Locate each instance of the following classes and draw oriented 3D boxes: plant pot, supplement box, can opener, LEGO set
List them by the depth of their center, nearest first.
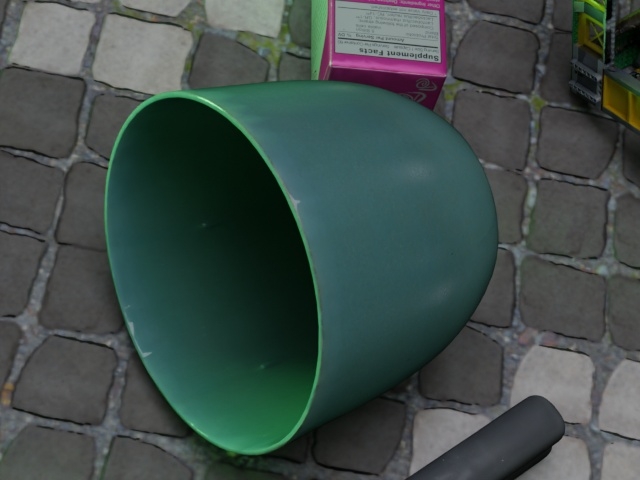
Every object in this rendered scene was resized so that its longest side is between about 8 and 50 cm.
[{"bbox_3d":[0.000,0.000,1.465,0.235,0.293,0.293,-17,66,-36],"label":"plant pot"},{"bbox_3d":[0.068,0.200,1.479,0.283,0.076,0.095,-31,72,-24],"label":"can opener"},{"bbox_3d":[0.385,-0.219,1.649,0.331,0.255,0.192,-17,39,-30],"label":"LEGO set"},{"bbox_3d":[0.051,-0.219,1.676,0.114,0.111,0.220,6,63,-8],"label":"supplement box"}]
